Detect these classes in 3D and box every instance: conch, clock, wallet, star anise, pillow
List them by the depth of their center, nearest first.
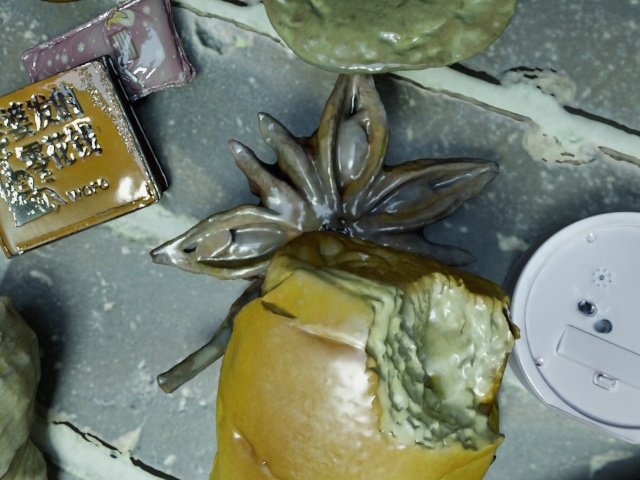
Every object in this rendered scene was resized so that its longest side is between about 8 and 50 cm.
[{"bbox_3d":[0.267,0.075,0.496,0.196,0.068,0.197,-1,85,7],"label":"clock"},{"bbox_3d":[-0.388,0.195,0.515,0.263,0.186,0.324,-19,79,26],"label":"conch"},{"bbox_3d":[0.002,0.001,0.515,0.292,0.109,0.350,16,89,2],"label":"star anise"},{"bbox_3d":[-0.276,-0.085,0.567,0.195,0.042,0.161,-20,100,4],"label":"wallet"},{"bbox_3d":[-0.229,-0.191,0.594,0.185,0.043,0.118,-22,89,7],"label":"pillow"}]

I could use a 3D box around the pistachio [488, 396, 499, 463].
[{"bbox_3d":[0.118,0.152,0.488,0.089,0.049,0.173,-29,108,-14],"label":"pistachio"}]

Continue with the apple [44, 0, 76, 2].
[{"bbox_3d":[-0.269,-0.338,0.560,0.163,0.146,0.147,-38,89,17],"label":"apple"}]

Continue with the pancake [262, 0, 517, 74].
[{"bbox_3d":[0.067,-0.244,0.504,0.241,0.050,0.242,-1,76,3],"label":"pancake"}]

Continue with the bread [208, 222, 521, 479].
[{"bbox_3d":[0.011,0.168,0.412,0.195,0.149,0.344,16,117,10],"label":"bread"}]

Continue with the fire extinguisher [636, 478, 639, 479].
[{"bbox_3d":[0.294,0.275,0.463,0.337,0.106,0.147,-23,107,4],"label":"fire extinguisher"}]
